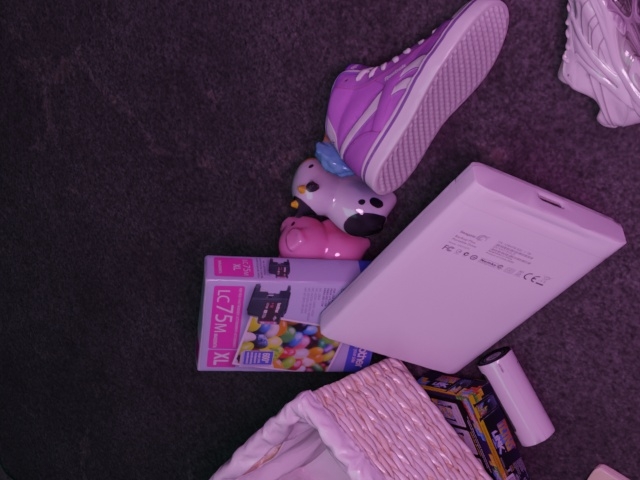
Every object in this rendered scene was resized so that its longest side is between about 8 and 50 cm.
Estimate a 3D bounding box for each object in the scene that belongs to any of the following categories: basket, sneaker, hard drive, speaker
[{"bbox_3d":[0.050,0.393,1.311,0.331,0.266,0.328,52,124,17],"label":"basket"},{"bbox_3d":[0.305,-0.225,1.040,0.115,0.090,0.232,-20,98,46],"label":"sneaker"},{"bbox_3d":[0.187,0.053,1.212,0.233,0.047,0.353,19,137,-23],"label":"hard drive"},{"bbox_3d":[0.104,-0.215,1.175,0.282,0.102,0.161,-52,56,18],"label":"sneaker"},{"bbox_3d":[0.279,0.222,1.313,0.055,0.055,0.136,-26,96,43],"label":"speaker"}]

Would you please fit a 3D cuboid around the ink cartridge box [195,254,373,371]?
[{"bbox_3d":[-0.020,0.112,1.348,0.065,0.311,0.186,-104,19,-49],"label":"ink cartridge box"}]

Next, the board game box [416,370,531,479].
[{"bbox_3d":[0.220,0.282,1.362,0.141,0.048,0.170,1,117,61],"label":"board game box"}]

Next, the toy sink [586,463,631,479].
[{"bbox_3d":[0.432,0.447,1.255,0.234,0.131,0.153,32,128,22],"label":"toy sink"}]

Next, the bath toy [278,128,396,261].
[{"bbox_3d":[0.000,0.000,1.369,0.151,0.129,0.348,36,131,19],"label":"bath toy"}]
